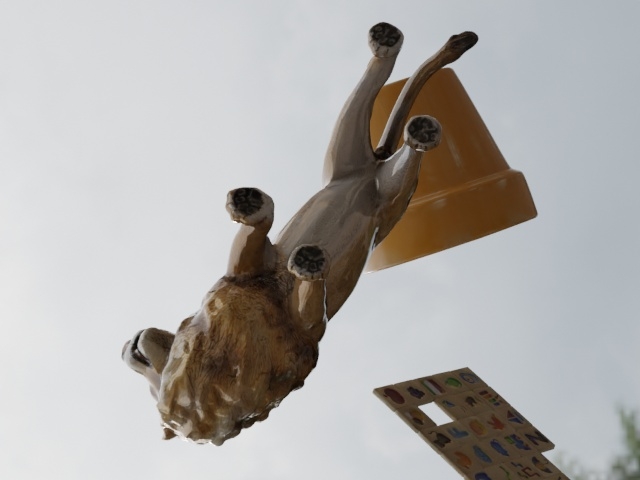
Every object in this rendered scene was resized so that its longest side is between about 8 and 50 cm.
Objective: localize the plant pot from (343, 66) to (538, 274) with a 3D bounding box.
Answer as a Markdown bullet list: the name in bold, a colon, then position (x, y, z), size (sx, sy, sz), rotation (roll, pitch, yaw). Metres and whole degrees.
- **plant pot**: position (0.113, -0.082, 1.822), size (0.205, 0.205, 0.188), rotation (-18, -91, -61)

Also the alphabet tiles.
- **alphabet tiles**: position (0.201, 0.239, 1.985), size (0.198, 0.237, 0.009), rotation (-6, -49, -50)

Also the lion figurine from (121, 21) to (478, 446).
- **lion figurine**: position (0.000, 0.000, 1.407), size (0.392, 0.142, 0.240), rotation (-43, -20, -29)
